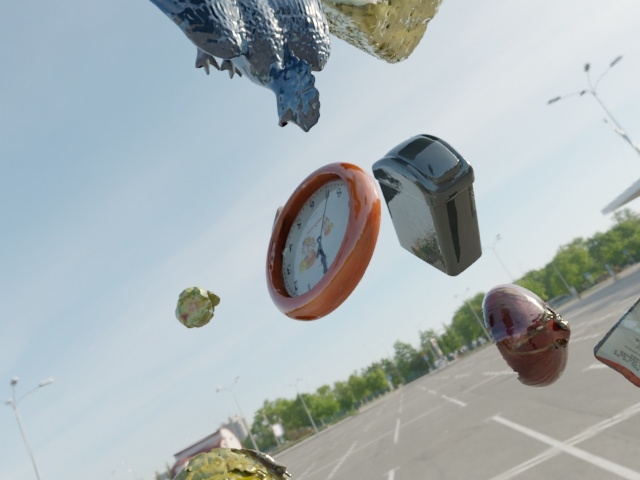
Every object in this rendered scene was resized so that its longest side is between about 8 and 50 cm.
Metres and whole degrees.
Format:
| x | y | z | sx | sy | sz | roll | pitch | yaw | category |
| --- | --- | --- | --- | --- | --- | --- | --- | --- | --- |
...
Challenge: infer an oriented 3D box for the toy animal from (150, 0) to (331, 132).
| x | y | z | sx | sy | sz | roll | pitch | yaw | category |
| --- | --- | --- | --- | --- | --- | --- | --- | --- | --- |
| -0.069 | -0.239 | 0.619 | 0.176 | 0.255 | 0.239 | -6 | 8 | 45 | toy animal |

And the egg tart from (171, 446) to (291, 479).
| x | y | z | sx | sy | sz | roll | pitch | yaw | category |
| --- | --- | --- | --- | --- | --- | --- | --- | --- | --- |
| -0.150 | 0.492 | 0.892 | 0.295 | 0.294 | 0.116 | -21 | -16 | -22 | egg tart |

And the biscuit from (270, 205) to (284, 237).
| x | y | z | sx | sy | sz | roll | pitch | yaw | category |
| --- | --- | --- | --- | --- | --- | --- | --- | --- | --- |
| -0.098 | 0.024 | 1.339 | 0.047 | 0.202 | 0.334 | 8 | -22 | 0 | biscuit |

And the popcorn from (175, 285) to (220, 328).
| x | y | z | sx | sy | sz | roll | pitch | yaw | category |
| --- | --- | --- | --- | --- | --- | --- | --- | --- | --- |
| -0.301 | 0.165 | 1.323 | 0.109 | 0.097 | 0.089 | -52 | -23 | 10 | popcorn |

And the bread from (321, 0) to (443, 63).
| x | y | z | sx | sy | sz | roll | pitch | yaw | category |
| --- | --- | --- | --- | --- | --- | --- | --- | --- | --- |
| 0.073 | -0.467 | 0.929 | 0.279 | 0.248 | 0.315 | -56 | -10 | 7 | bread |

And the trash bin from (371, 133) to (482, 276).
| x | y | z | sx | sy | sz | roll | pitch | yaw | category |
| --- | --- | --- | --- | --- | --- | --- | --- | --- | --- |
| 0.187 | -0.066 | 0.950 | 0.101 | 0.177 | 0.236 | -37 | -51 | -18 | trash bin |

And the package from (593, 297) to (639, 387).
| x | y | z | sx | sy | sz | roll | pitch | yaw | category |
| --- | --- | --- | --- | --- | --- | --- | --- | --- | --- |
| 0.565 | 0.166 | 0.879 | 0.040 | 0.166 | 0.232 | -32 | -33 | -33 | package |

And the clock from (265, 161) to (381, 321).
| x | y | z | sx | sy | sz | roll | pitch | yaw | category |
| --- | --- | --- | --- | --- | --- | --- | --- | --- | --- |
| 0.000 | 0.000 | 0.675 | 0.051 | 0.205 | 0.205 | 22 | -44 | -31 | clock |

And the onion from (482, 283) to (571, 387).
| x | y | z | sx | sy | sz | roll | pitch | yaw | category |
| --- | --- | --- | --- | --- | --- | --- | --- | --- | --- |
| 0.471 | 0.210 | 1.245 | 0.161 | 0.248 | 0.248 | -27 | -16 | 7 | onion |
